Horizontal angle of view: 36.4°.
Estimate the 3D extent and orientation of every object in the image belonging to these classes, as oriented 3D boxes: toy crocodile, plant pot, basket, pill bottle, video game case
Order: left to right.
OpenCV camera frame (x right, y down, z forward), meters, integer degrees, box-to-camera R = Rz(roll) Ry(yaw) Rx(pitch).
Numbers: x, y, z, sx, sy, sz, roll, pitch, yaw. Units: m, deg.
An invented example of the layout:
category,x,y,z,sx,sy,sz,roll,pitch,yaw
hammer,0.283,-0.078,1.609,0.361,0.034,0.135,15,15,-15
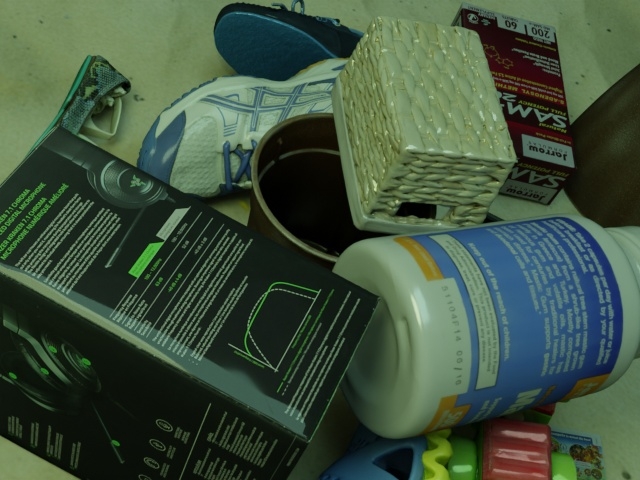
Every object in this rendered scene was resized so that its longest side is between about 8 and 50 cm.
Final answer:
category,x,y,z,sx,sy,sz,roll,pitch,yaw
plant pot,0.000,0.000,0.891,0.167,0.165,0.167,10,51,-12
basket,0.083,-0.098,0.820,0.113,0.103,0.167,4,53,-18
pill bottle,0.154,0.059,0.774,0.272,0.152,0.152,-7,57,-26
toy crocodile,0.174,0.151,0.869,0.115,0.105,0.341,13,51,3
video game case,0.226,0.230,0.899,0.087,0.011,0.122,12,52,-10
plant pot,0.415,-0.135,1.099,0.215,0.230,0.215,10,52,-12

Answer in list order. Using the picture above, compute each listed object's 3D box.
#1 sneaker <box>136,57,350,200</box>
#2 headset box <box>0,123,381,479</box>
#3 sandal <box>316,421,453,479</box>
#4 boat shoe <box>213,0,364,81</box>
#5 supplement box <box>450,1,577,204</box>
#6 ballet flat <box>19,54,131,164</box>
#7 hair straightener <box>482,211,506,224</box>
category,x,y,z,sx,sy,sz,roll,pitch,yaw
sneaker,-0.032,-0.102,0.961,0.296,0.112,0.131,-24,43,-25
headset box,-0.136,0.084,0.729,0.283,0.246,0.131,27,51,3
sandal,0.023,0.223,0.754,0.138,0.126,0.317,14,41,1
boat shoe,-0.002,-0.204,1.102,0.258,0.109,0.089,22,41,-24
supplement box,0.218,-0.166,1.154,0.130,0.073,0.239,11,53,-12
ballet flat,-0.237,-0.109,0.959,0.070,0.070,0.188,22,54,-3
hair straightener,0.260,0.012,1.051,0.230,0.047,0.089,16,51,-8
